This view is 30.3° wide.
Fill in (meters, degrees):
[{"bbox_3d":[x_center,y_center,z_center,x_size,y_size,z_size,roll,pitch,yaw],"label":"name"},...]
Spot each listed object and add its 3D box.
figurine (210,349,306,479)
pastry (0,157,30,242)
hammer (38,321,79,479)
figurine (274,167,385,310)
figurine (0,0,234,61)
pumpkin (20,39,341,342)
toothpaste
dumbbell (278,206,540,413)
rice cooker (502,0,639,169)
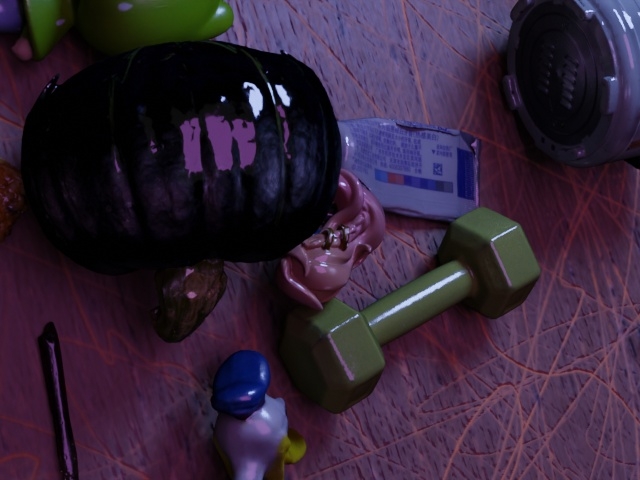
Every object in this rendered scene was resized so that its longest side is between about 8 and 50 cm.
[{"bbox_3d":[-0.051,0.270,1.112,0.283,0.204,0.338,6,76,-26],"label":"figurine"},{"bbox_3d":[-0.327,-0.021,1.095,0.080,0.056,0.140,35,68,-9],"label":"pastry"},{"bbox_3d":[-0.251,0.166,1.122,0.065,0.021,0.178,-7,84,-26],"label":"hammer"},{"bbox_3d":[0.010,-0.002,1.199,0.114,0.126,0.157,0,45,-1],"label":"figurine"},{"bbox_3d":[-0.219,-0.245,1.147,0.263,0.143,0.162,-8,79,-17],"label":"figurine"},{"bbox_3d":[-0.121,-0.044,1.074,0.295,0.296,0.296,4,80,-26],"label":"pumpkin"},{"bbox_3d":[0.071,-0.086,1.308,0.282,0.068,0.099,8,109,-35],"label":"toothpaste"},{"bbox_3d":[0.099,0.069,1.264,0.302,0.121,0.108,-27,66,-26],"label":"dumbbell"},{"bbox_3d":[0.356,-0.210,1.367,0.227,0.241,0.281,-15,122,-23],"label":"rice cooker"}]
